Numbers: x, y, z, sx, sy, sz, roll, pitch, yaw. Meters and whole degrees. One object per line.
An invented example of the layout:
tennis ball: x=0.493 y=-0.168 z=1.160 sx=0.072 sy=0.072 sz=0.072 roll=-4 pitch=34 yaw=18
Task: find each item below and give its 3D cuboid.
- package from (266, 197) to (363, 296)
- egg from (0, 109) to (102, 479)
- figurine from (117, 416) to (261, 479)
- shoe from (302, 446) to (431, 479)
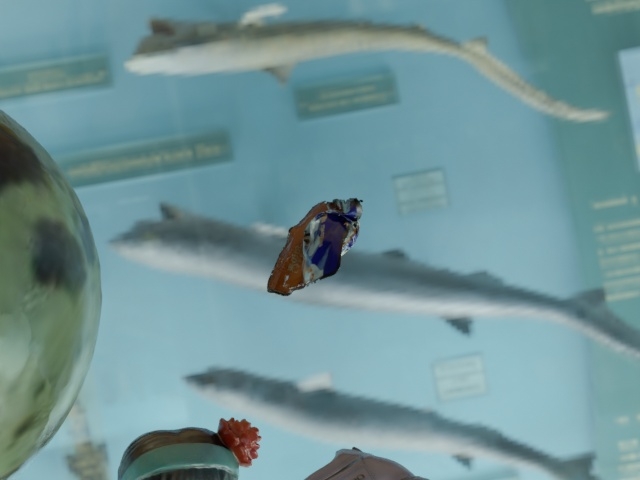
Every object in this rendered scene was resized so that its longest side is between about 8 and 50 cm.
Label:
package: x=0.001 y=0.001 z=1.017 sx=0.033 sy=0.077 sz=0.111 roll=15 pitch=168 yaw=-18
egg: x=-0.365 y=0.046 z=1.020 sx=0.428 sy=0.345 sz=0.345 roll=-5 pitch=178 yaw=-13
figurine: x=-0.128 y=0.292 z=1.430 sx=0.138 sy=0.245 sz=0.110 roll=-7 pitch=-166 yaw=-36
shoe: x=-0.011 y=0.255 z=1.209 sx=0.245 sy=0.095 sz=0.137 roll=-31 pitch=-147 yaw=-24
